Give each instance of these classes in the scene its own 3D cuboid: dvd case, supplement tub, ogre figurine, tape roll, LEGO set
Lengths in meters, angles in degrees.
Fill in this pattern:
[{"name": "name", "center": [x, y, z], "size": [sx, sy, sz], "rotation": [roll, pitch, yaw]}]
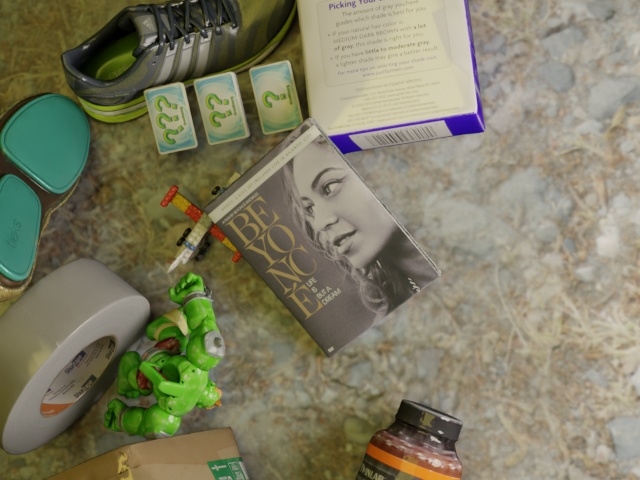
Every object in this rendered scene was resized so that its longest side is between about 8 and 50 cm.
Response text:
[{"name": "dvd case", "center": [0.000, 0.000, 1.231], "size": [0.164, 0.018, 0.221], "rotation": [-39, 94, 21]}, {"name": "supplement tub", "center": [0.085, 0.271, 1.188], "size": [0.106, 0.106, 0.198], "rotation": [19, 86, 13]}, {"name": "ogre figurine", "center": [-0.168, 0.146, 1.245], "size": [0.197, 0.097, 0.118], "rotation": [-44, 39, -5]}, {"name": "tape roll", "center": [-0.285, 0.125, 1.221], "size": [0.072, 0.219, 0.219], "rotation": [38, 91, 14]}, {"name": "LEGO set", "center": [-0.098, -0.065, 1.266], "size": [0.182, 0.060, 0.244], "rotation": [-9, 100, 15]}]

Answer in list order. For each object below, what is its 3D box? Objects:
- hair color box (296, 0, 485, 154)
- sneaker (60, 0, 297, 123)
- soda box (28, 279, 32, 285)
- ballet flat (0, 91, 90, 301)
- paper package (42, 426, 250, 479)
[{"name": "hair color box", "center": [0.070, -0.279, 1.263], "size": [0.185, 0.110, 0.339], "rotation": [-8, 83, 12]}, {"name": "sneaker", "center": [-0.162, -0.233, 1.295], "size": [0.300, 0.121, 0.111], "rotation": [-30, 78, 6]}, {"name": "soda box", "center": [-0.386, -0.035, 1.343], "size": [0.058, 0.061, 0.181], "rotation": [-7, 81, 11]}, {"name": "ballet flat", "center": [-0.347, -0.047, 1.235], "size": [0.123, 0.349, 0.123], "rotation": [1, 127, 2]}, {"name": "paper package", "center": [-0.227, 0.323, 1.129], "size": [0.309, 0.325, 0.168], "rotation": [-25, 78, 8]}]
